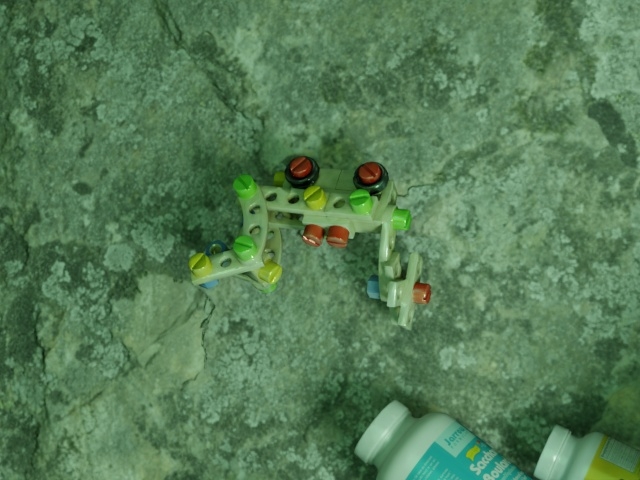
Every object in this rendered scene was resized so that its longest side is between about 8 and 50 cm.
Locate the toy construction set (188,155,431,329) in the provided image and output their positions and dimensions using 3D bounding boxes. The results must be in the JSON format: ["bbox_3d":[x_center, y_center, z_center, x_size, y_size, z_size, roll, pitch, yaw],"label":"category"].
[{"bbox_3d":[0.000,0.000,1.695,0.327,0.151,0.215,14,61,8],"label":"toy construction set"}]

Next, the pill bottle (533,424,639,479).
[{"bbox_3d":[0.371,0.308,1.582,0.184,0.103,0.103,24,89,16],"label":"pill bottle"}]

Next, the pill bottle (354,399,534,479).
[{"bbox_3d":[0.174,0.322,1.609,0.264,0.146,0.146,37,92,15],"label":"pill bottle"}]
